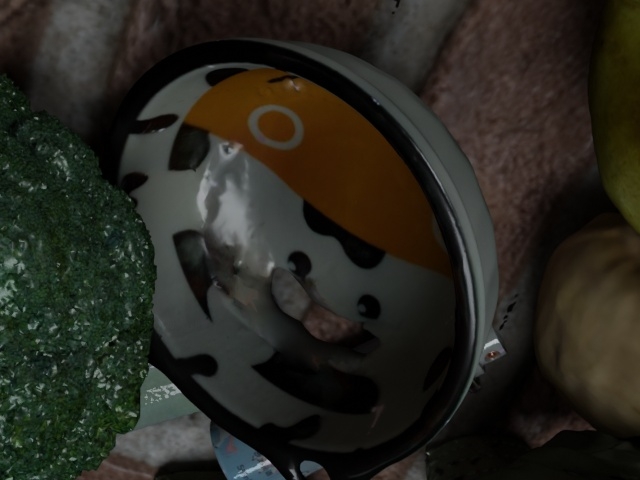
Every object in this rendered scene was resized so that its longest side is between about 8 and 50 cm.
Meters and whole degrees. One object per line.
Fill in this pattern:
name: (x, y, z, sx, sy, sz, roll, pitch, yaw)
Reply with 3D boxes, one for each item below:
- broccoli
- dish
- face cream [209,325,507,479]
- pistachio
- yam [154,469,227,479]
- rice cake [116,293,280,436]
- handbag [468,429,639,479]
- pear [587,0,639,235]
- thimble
broccoli: (-0.231, 0.036, 0.725, 0.270, 0.270, 0.270, 25, 155, -28)
dish: (0.000, 0.000, 0.775, 0.303, 0.120, 0.303, 17, 122, 30)
face cream: (0.031, 0.119, 0.949, 0.229, 0.075, 0.075, -28, 129, 10)
pistachio: (0.231, 0.063, 0.895, 0.157, 0.157, 0.229, -10, 154, -4)
yam: (-0.061, 0.217, 1.014, 0.147, 0.069, 0.069, 0, 128, -11)
rice cake: (-0.123, 0.100, 0.921, 0.222, 0.042, 0.080, -16, 126, 2)
handbag: (0.251, 0.196, 0.913, 0.316, 0.253, 0.109, -18, 99, -24)
pear: (0.316, -0.096, 0.702, 0.304, 0.304, 0.304, -6, 129, -8)
thimble: (0.139, 0.208, 1.051, 0.110, 0.062, 0.084, 18, 122, -25)
